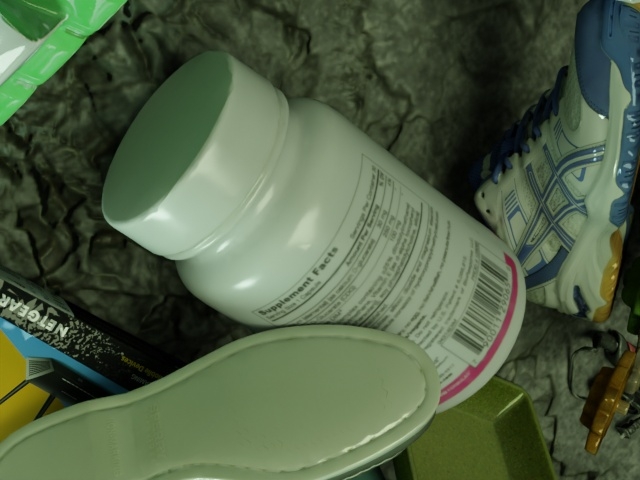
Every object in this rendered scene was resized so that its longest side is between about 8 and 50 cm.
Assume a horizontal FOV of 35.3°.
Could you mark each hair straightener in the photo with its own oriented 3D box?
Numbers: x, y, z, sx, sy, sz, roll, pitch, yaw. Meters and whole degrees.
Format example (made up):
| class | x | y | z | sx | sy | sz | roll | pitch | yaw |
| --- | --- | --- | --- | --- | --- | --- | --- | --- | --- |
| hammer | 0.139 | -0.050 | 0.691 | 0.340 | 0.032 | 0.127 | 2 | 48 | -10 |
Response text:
| class | x | y | z | sx | sy | sz | roll | pitch | yaw |
| --- | --- | --- | --- | --- | --- | --- | --- | --- | --- |
| hair straightener | 0.324 | 0.161 | 0.996 | 0.230 | 0.047 | 0.089 | 31 | 91 | -31 |

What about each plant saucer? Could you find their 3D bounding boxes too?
| class | x | y | z | sx | sy | sz | roll | pitch | yaw |
| --- | --- | --- | --- | --- | --- | --- | --- | --- | --- |
| plant saucer | 0.122 | 0.186 | 0.847 | 0.188 | 0.188 | 0.045 | 25 | 127 | -31 |

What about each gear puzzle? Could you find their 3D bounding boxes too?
| class | x | y | z | sx | sy | sz | roll | pitch | yaw |
| --- | --- | --- | --- | --- | --- | --- | --- | --- | --- |
| gear puzzle | 0.275 | 0.034 | 0.847 | 0.339 | 0.044 | 0.175 | -59 | 157 | -28 |

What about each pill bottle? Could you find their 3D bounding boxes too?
| class | x | y | z | sx | sy | sz | roll | pitch | yaw |
| --- | --- | --- | --- | --- | --- | --- | --- | --- | --- |
| pill bottle | 0.000 | 0.000 | 0.713 | 0.283 | 0.160 | 0.160 | 35 | 89 | -31 |

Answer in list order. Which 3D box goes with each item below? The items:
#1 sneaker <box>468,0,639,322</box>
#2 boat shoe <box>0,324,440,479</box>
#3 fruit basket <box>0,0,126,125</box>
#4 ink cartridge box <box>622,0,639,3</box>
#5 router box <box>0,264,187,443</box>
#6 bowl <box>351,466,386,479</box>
| class | x | y | z | sx | sy | sz | roll | pitch | yaw |
| --- | --- | --- | --- | --- | --- | --- | --- | --- | --- |
| sneaker | 0.173 | -0.053 | 0.758 | 0.296 | 0.131 | 0.112 | 86 | 26 | -43 |
| boat shoe | -0.065 | 0.139 | 0.663 | 0.305 | 0.109 | 0.091 | -17 | 142 | 6 |
| fruit basket | -0.265 | -0.183 | 0.452 | 0.353 | 0.327 | 0.165 | 27 | 52 | -33 |
| ink cartridge box | 0.203 | -0.236 | 0.705 | 0.160 | 0.219 | 0.092 | -16 | 115 | -21 |
| router box | -0.193 | 0.113 | 0.718 | 0.179 | 0.046 | 0.133 | 34 | 90 | -32 |
| bowl | -0.037 | 0.297 | 0.766 | 0.312 | 0.163 | 0.311 | -16 | 121 | -29 |
